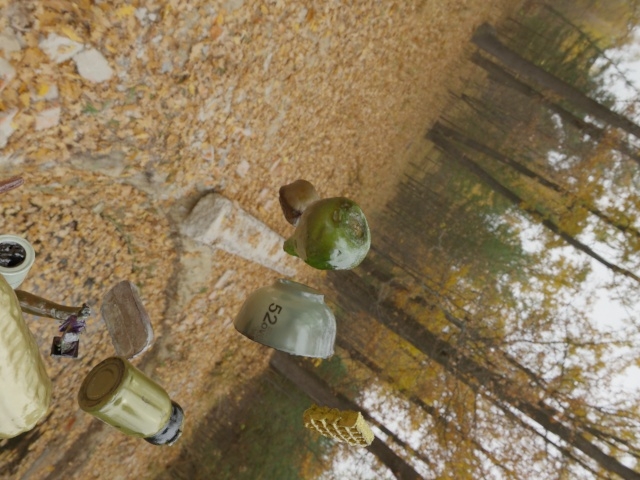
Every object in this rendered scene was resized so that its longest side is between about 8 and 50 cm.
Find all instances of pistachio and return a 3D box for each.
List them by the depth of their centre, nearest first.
[{"bbox_3d":[-0.073,-0.120,1.566,0.131,0.165,0.210,-54,-158,42],"label":"pistachio"}]

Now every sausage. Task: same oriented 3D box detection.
[{"bbox_3d":[-0.964,-0.157,1.387,0.147,0.035,0.030,-48,157,-55],"label":"sausage"}]

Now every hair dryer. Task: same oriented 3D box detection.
[{"bbox_3d":[-1.030,-0.007,1.356,0.203,0.362,0.128,-29,-157,45],"label":"hair dryer"}]

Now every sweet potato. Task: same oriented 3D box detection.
[{"bbox_3d":[-0.964,0.237,1.622,0.075,0.273,0.075,-160,-90,-74],"label":"sweet potato"}]

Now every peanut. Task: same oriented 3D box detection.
[{"bbox_3d":[-0.459,0.140,0.609,0.147,0.147,0.319,-47,146,-46],"label":"peanut"}]

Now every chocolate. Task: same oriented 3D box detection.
[{"bbox_3d":[-0.759,0.317,1.840,0.185,0.303,0.100,-37,162,19],"label":"chocolate"}]

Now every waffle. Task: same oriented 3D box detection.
[{"bbox_3d":[0.048,0.605,1.496,0.229,0.218,0.057,65,35,-45],"label":"waffle"}]

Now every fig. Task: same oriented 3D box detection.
[{"bbox_3d":[0.000,0.000,1.259,0.275,0.206,0.206,-23,-164,41],"label":"fig"}]

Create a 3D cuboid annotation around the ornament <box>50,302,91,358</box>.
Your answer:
[{"bbox_3d":[-0.772,0.282,1.438,0.088,0.081,0.203,19,125,-35],"label":"ornament"}]

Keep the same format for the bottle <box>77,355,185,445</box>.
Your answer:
[{"bbox_3d":[-0.554,0.512,1.411,0.172,0.171,0.351,-52,136,-25],"label":"bottle"}]

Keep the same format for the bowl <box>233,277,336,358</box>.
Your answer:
[{"bbox_3d":[-0.096,0.240,1.540,0.354,0.353,0.185,10,98,-81],"label":"bowl"}]
